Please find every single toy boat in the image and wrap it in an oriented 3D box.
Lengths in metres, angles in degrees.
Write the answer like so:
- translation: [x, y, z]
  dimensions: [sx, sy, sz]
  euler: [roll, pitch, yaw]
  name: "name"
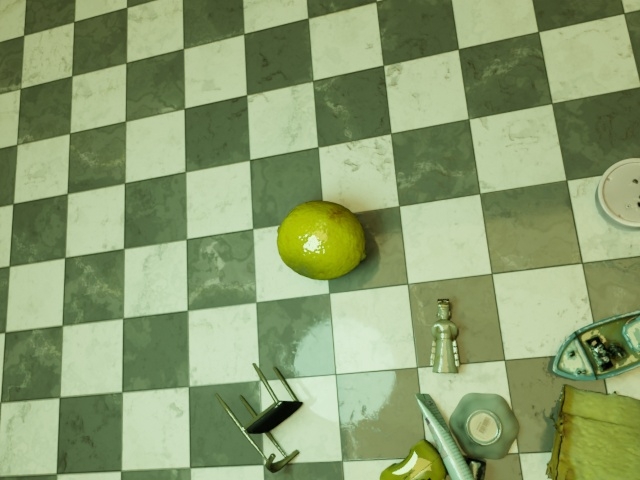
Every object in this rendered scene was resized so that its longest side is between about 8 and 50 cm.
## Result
- translation: [0.767, 0.278, 1.545]
  dimensions: [0.331, 0.133, 0.145]
  euler: [-24, 72, 10]
  name: "toy boat"

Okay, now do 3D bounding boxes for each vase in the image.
- translation: [0.402, 0.702, 1.589]
  dimensions: [0.059, 0.060, 0.212]
  euler: [9, 79, 18]
  name: "vase"

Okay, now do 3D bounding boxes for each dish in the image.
- translation: [0.449, 0.511, 1.619]
  dimensions: [0.190, 0.066, 0.191]
  euler: [-4, 76, 15]
  name: "dish"

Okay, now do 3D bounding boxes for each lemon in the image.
- translation: [0.001, -0.001, 1.781]
  dimensions: [0.267, 0.267, 0.268]
  euler: [-4, 76, 16]
  name: "lemon"

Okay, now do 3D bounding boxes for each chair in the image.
- translation: [-0.147, 0.518, 1.735]
  dimensions: [0.166, 0.188, 0.272]
  euler: [-40, 66, 5]
  name: "chair"

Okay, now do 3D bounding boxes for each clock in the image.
- translation: [0.877, -0.127, 1.644]
  dimensions: [0.196, 0.068, 0.197]
  euler: [-4, 76, 15]
  name: "clock"

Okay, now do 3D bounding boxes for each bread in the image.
- translation: [0.686, 0.479, 1.438]
  dimensions: [0.248, 0.315, 0.279]
  euler: [9, 70, 17]
  name: "bread"

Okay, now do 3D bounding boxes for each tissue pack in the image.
- translation: [0.261, 0.644, 1.611]
  dimensions: [0.178, 0.123, 0.127]
  euler: [-40, 69, 5]
  name: "tissue pack"

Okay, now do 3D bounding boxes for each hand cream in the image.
- translation: [0.351, 0.564, 1.593]
  dimensions: [0.058, 0.085, 0.331]
  euler: [-39, 57, 28]
  name: "hand cream"

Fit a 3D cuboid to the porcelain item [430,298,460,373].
- translation: [0.359, 0.277, 1.708]
  dimensions: [0.084, 0.054, 0.213]
  euler: [-2, 77, 13]
  name: "porcelain item"
